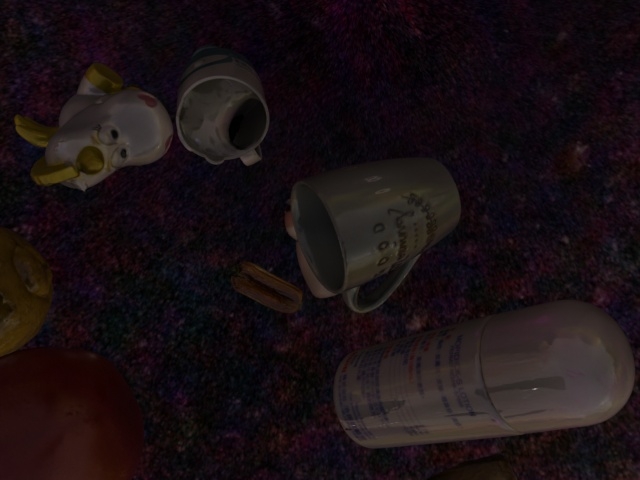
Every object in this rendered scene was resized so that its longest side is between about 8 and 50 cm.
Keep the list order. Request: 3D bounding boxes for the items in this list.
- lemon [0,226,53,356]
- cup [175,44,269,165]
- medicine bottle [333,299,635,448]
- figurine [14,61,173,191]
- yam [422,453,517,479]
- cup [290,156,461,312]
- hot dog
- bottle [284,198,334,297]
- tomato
[{"bbox_3d":[-0.677,0.111,1.202,0.316,0.285,0.286,-21,111,33],"label":"lemon"},{"bbox_3d":[-0.232,-0.323,1.571,0.219,0.258,0.290,-25,128,8],"label":"cup"},{"bbox_3d":[0.172,0.155,0.703,0.340,0.130,0.130,-25,111,44],"label":"medicine bottle"},{"bbox_3d":[-0.205,-0.093,0.580,0.129,0.178,0.109,-21,123,-19],"label":"figurine"},{"bbox_3d":[-0.005,0.258,0.491,0.356,0.081,0.081,-24,109,4],"label":"yam"},{"bbox_3d":[0.097,-0.007,1.027,0.233,0.186,0.258,-18,122,-20],"label":"cup"},{"bbox_3d":[-0.122,0.105,1.397,0.188,0.055,0.072,29,92,-15],"label":"hot dog"},{"bbox_3d":[0.000,0.000,1.447,0.147,0.147,0.237,-24,101,13],"label":"bottle"},{"bbox_3d":[-0.392,0.294,0.863,0.298,0.226,0.299,-17,134,-18],"label":"tomato"}]
